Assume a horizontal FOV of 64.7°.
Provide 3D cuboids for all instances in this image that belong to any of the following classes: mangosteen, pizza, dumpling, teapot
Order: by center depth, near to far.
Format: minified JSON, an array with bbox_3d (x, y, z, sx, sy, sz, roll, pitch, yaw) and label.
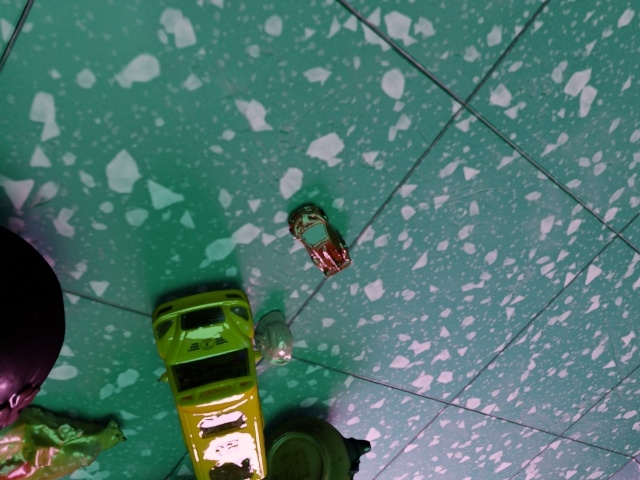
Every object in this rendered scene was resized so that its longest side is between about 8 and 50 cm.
[{"bbox_3d":[-0.425,0.078,0.517,0.302,0.275,0.275,38,107,0],"label":"mangosteen"},{"bbox_3d":[-0.448,0.318,0.763,0.288,0.075,0.279,-3,125,-20],"label":"pizza"},{"bbox_3d":[-0.075,0.159,0.812,0.057,0.052,0.076,-17,127,-16],"label":"dumpling"},{"bbox_3d":[-0.033,0.433,0.967,0.270,0.173,0.182,-24,154,8],"label":"teapot"}]

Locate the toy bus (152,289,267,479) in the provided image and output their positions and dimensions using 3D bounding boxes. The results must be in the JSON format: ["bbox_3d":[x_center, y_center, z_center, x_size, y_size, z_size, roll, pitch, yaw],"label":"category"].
[{"bbox_3d":[-0.158,0.235,0.770,0.144,0.152,0.329,-10,127,-13],"label":"toy bus"}]

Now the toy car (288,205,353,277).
[{"bbox_3d":[0.000,0.000,0.741,0.059,0.035,0.122,-31,131,6],"label":"toy car"}]
